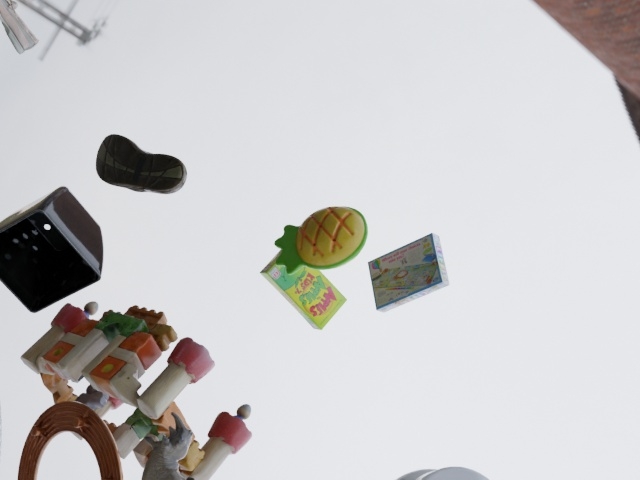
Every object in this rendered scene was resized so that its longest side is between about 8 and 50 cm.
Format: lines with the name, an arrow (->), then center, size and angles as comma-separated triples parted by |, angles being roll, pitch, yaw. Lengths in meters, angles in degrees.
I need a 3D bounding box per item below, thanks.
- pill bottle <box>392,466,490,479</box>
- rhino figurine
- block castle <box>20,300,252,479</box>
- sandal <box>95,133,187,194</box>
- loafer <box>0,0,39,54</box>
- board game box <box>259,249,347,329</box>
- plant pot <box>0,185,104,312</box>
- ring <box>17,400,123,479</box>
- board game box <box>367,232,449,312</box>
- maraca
pill bottle -> 0.092, 0.283, 0.861 | 0.208, 0.119, 0.119 | 124, -19, -61
rhino figurine -> -0.235, 0.392, 1.428 | 0.073, 0.106, 0.243 | -14, -110, 47
block castle -> -0.377, 0.298, 1.897 | 0.453, 0.303, 0.213 | 10, -135, 37
sandal -> -0.307, -0.124, 1.580 | 0.219, 0.060, 0.090 | 14, -100, 32
loafer -> -0.469, -0.344, 1.380 | 0.039, 0.125, 0.045 | -30, -140, -13
board game box -> -0.036, 0.100, 1.990 | 0.092, 0.181, 0.043 | -48, -163, -18
plant pot -> -0.547, 0.001, 1.844 | 0.187, 0.188, 0.167 | -25, -153, 20
ring -> -0.492, 0.478, 1.744 | 0.336, 0.032, 0.337 | -7, -101, 39
board game box -> 0.165, 0.062, 1.729 | 0.154, 0.026, 0.104 | -26, -120, 32
maraca -> 0.000, 0.000, 1.672 | 0.185, 0.099, 0.127 | -16, -126, 18
